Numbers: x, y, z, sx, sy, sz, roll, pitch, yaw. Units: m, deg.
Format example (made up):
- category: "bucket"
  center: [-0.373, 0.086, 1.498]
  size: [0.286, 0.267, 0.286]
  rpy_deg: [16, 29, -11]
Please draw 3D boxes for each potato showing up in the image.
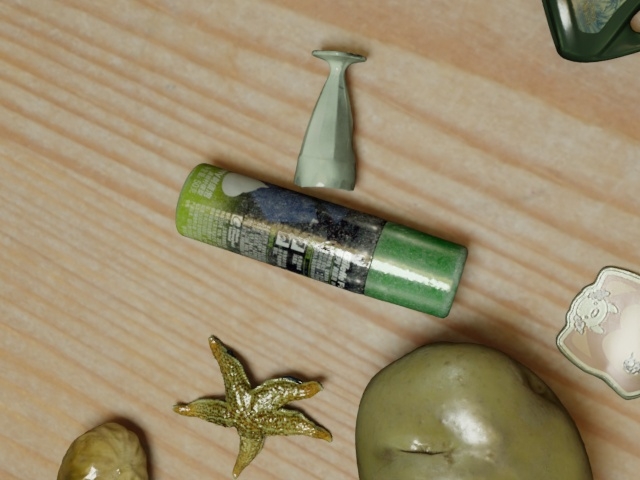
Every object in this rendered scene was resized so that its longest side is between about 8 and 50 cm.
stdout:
- category: "potato"
  center: [0.164, 0.267, 0.819]
  size: [0.243, 0.221, 0.327]
  rpy_deg: [-12, 85, 3]

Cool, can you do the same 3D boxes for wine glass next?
- category: "wine glass"
  center: [0.015, -0.135, 0.876]
  size: [0.073, 0.073, 0.155]
  rpy_deg: [10, 97, 11]

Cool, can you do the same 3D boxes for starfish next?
- category: "starfish"
  center: [-0.089, 0.224, 0.964]
  size: [0.208, 0.053, 0.176]
  rpy_deg: [13, 110, 17]

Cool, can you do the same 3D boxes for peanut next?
- category: "peanut"
  center: [-0.289, 0.351, 0.989]
  size: [0.120, 0.110, 0.237]
  rpy_deg: [14, 102, -3]

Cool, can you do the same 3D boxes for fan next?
- category: "fan"
  center: [0.377, 0.126, 0.849]
  size: [0.220, 0.009, 0.132]
  rpy_deg: [34, 105, 14]

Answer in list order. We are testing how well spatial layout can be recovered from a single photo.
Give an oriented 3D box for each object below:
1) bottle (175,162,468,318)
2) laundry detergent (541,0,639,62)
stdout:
- category: "bottle"
  center: [0.000, 0.000, 0.885]
  size: [0.330, 0.093, 0.093]
  rpy_deg: [18, 101, 10]
- category: "laundry detergent"
  center: [0.342, -0.273, 0.783]
  size: [0.221, 0.078, 0.144]
  rpy_deg: [-15, 96, 12]
